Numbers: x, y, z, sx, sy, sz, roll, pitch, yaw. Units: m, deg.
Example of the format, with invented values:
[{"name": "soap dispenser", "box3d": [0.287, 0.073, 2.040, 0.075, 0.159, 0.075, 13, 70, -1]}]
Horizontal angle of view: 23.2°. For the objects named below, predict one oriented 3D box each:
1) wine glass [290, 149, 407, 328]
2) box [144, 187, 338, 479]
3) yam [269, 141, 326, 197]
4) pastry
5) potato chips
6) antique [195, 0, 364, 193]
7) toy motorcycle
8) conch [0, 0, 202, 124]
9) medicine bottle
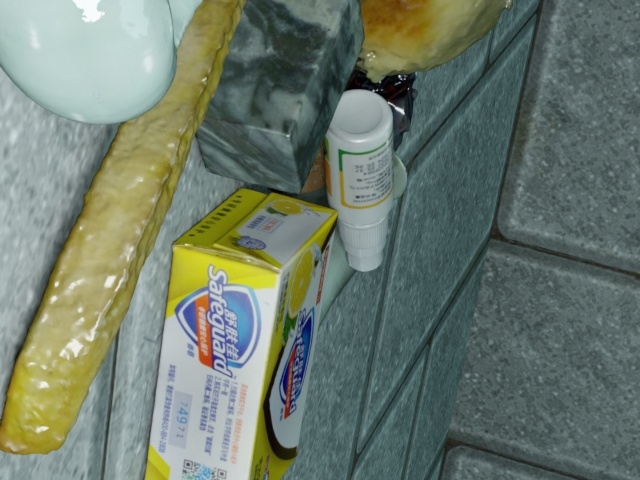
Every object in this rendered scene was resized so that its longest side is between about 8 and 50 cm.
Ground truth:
[{"name": "wine glass", "box3d": [0.000, 0.000, 1.546, 0.103, 0.103, 0.231, 91, 22, -47]}, {"name": "box", "box3d": [-0.071, 0.103, 1.376, 0.168, 0.097, 0.265, -44, 147, -65]}, {"name": "yam", "box3d": [-0.021, -0.105, 1.392, 0.127, 0.084, 0.084, 91, 19, -55]}, {"name": "pastry", "box3d": [0.130, -0.289, 1.621, 0.237, 0.170, 0.256, -42, 150, -62]}, {"name": "potato chips", "box3d": [-0.123, -0.046, 1.054, 0.080, 0.057, 0.407, 117, -6, -71]}, {"name": "antique", "box3d": [-0.030, -0.142, 1.282, 0.086, 0.088, 0.183, 79, 29, -58]}, {"name": "toy motorcycle", "box3d": [0.066, -0.134, 1.709, 0.213, 0.082, 0.122, -54, 155, -54]}, {"name": "conch", "box3d": [-0.114, -0.165, 0.833, 0.221, 0.121, 0.185, -70, 178, -53]}, {"name": "medicine bottle", "box3d": [0.039, -0.058, 1.412, 0.221, 0.061, 0.092, 85, 14, -56]}]
